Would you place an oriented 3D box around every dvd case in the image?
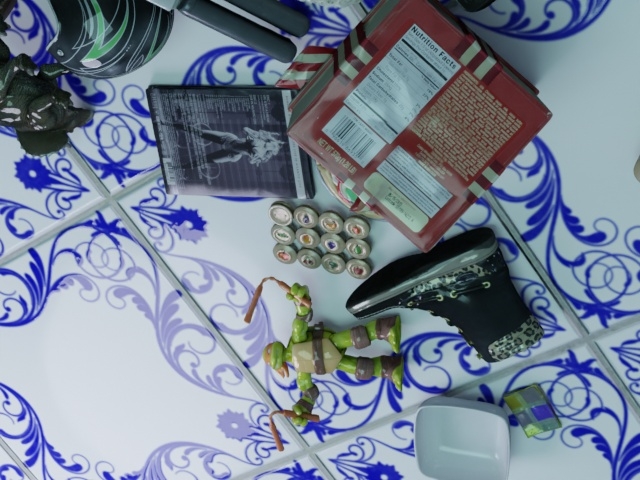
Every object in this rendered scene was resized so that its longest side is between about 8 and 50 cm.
[{"bbox_3d":[-0.122,-0.135,2.008,0.221,0.018,0.164,3,121,19],"label":"dvd case"}]

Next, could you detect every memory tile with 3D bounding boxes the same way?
[{"bbox_3d":[0.000,0.000,2.042,0.148,0.012,0.113,11,132,16],"label":"memory tile"}]

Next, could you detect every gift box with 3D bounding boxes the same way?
[{"bbox_3d":[0.092,-0.153,1.761,0.276,0.258,0.255,-43,99,12],"label":"gift box"}]

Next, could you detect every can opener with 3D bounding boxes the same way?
[{"bbox_3d":[-0.138,-0.297,1.802,0.283,0.095,0.076,24,101,-23],"label":"can opener"}]

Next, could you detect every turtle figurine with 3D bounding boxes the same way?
[{"bbox_3d":[0.009,0.173,2.112,0.217,0.087,0.270,-1,106,9],"label":"turtle figurine"}]

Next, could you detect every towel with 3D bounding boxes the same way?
[{"bbox_3d":[0.301,0.243,2.101,0.060,0.009,0.083,-20,112,28],"label":"towel"}]

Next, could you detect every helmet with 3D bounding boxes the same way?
[{"bbox_3d":[-0.270,-0.287,1.877,0.169,0.169,0.162,-3,103,21],"label":"helmet"}]

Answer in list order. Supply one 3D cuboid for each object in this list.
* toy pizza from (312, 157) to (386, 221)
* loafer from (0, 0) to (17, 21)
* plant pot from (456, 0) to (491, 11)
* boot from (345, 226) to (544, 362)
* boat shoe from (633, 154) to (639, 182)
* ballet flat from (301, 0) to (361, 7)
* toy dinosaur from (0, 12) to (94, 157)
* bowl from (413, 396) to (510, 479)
[{"bbox_3d":[0.081,-0.107,1.944,0.201,0.032,0.201,9,124,14],"label":"toy pizza"},{"bbox_3d":[-0.444,-0.373,1.902,0.134,0.130,0.366,37,126,-5],"label":"loafer"},{"bbox_3d":[0.188,-0.367,1.659,0.187,0.167,0.188,-36,103,33],"label":"plant pot"},{"bbox_3d":[0.170,0.100,2.007,0.236,0.085,0.179,-25,111,24],"label":"boot"},{"bbox_3d":[0.525,-0.040,1.787,0.302,0.109,0.098,30,132,7],"label":"boat shoe"},{"bbox_3d":[-0.114,-0.378,1.782,0.409,0.147,0.147,26,126,2],"label":"ballet flat"},{"bbox_3d":[-0.415,-0.202,1.935,0.313,0.121,0.160,28,134,-34],"label":"toy dinosaur"},{"bbox_3d":[0.209,0.284,2.134,0.142,0.053,0.142,6,124,16],"label":"bowl"}]
